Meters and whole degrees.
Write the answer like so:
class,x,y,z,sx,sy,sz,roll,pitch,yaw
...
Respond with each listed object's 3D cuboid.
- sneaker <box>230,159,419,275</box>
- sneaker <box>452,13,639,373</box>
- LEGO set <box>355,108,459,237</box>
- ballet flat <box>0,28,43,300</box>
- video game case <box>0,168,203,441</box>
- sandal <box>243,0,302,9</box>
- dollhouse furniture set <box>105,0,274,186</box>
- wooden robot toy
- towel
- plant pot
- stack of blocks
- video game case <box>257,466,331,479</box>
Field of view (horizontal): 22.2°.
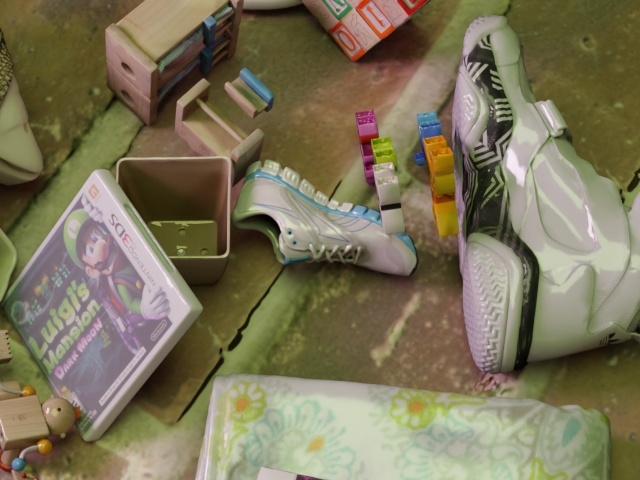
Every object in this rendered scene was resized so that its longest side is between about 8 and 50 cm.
class,x,y,z,sx,sy,sz,roll,pitch,yaw
sneaker,0.000,0.000,1.567,0.191,0.071,0.083,24,56,6
sneaker,0.237,-0.050,1.569,0.210,0.137,0.365,-1,67,-1
LEGO set,0.090,-0.053,1.552,0.087,0.093,0.227,-9,21,0
ballet flat,-0.367,-0.035,1.565,0.182,0.164,0.482,26,65,-27
video game case,-0.207,0.061,1.505,0.022,0.190,0.173,-4,51,-51
sandal,-0.168,-0.370,1.756,0.416,0.102,0.169,25,66,12
dollhouse furniture set,-0.107,-0.158,1.638,0.184,0.129,0.129,44,70,10
wooden robot toy,-0.263,0.162,1.502,0.079,0.076,0.173,-10,62,-22
towel,0.062,0.279,1.422,0.375,0.090,0.320,6,63,4
plant pot,-0.137,-0.010,1.571,0.109,0.096,0.109,-1,63,1
stack of blocks,0.054,-0.300,1.584,0.087,0.297,0.171,-42,94,-19
video game case,0.038,0.308,1.335,0.232,0.042,0.210,11,63,7
